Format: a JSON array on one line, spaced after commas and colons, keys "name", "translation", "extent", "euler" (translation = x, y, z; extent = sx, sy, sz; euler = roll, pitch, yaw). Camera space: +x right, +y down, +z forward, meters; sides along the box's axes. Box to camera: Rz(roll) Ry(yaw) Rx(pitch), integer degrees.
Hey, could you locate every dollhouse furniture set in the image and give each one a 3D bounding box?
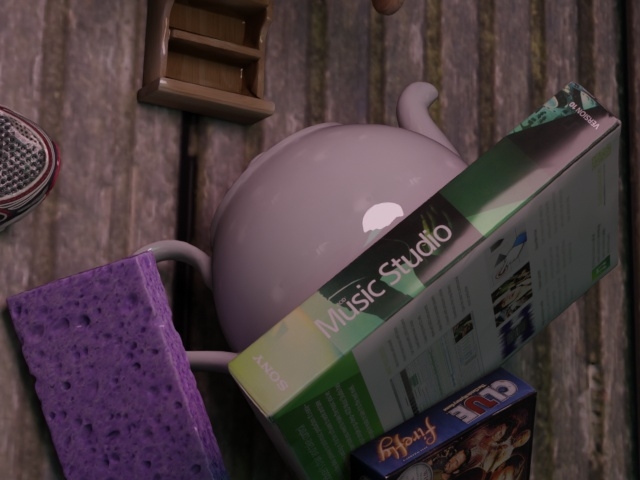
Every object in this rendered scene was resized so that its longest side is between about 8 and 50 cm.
[{"name": "dollhouse furniture set", "translation": [-0.038, -0.204, 1.153], "extent": [0.212, 0.242, 0.161], "euler": [10, 75, -31]}]

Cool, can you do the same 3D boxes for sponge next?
[{"name": "sponge", "translation": [-0.146, 0.123, 1.095], "extent": [0.031, 0.117, 0.210], "euler": [-22, 93, -72]}]

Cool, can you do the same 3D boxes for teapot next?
[{"name": "teapot", "translation": [0.000, 0.000, 1.172], "extent": [0.187, 0.252, 0.256], "euler": [45, 22, 26]}]

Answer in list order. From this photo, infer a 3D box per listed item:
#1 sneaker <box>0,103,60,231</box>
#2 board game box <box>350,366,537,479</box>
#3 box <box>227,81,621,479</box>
[{"name": "sneaker", "translation": [-0.320, -0.065, 1.022], "extent": [0.299, 0.112, 0.121], "euler": [6, 77, -32]}, {"name": "board game box", "translation": [0.097, 0.239, 1.188], "extent": [0.165, 0.042, 0.243], "euler": [-25, 129, -34]}, {"name": "box", "translation": [0.090, 0.051, 1.104], "extent": [0.322, 0.232, 0.058], "euler": [-40, 63, -11]}]
